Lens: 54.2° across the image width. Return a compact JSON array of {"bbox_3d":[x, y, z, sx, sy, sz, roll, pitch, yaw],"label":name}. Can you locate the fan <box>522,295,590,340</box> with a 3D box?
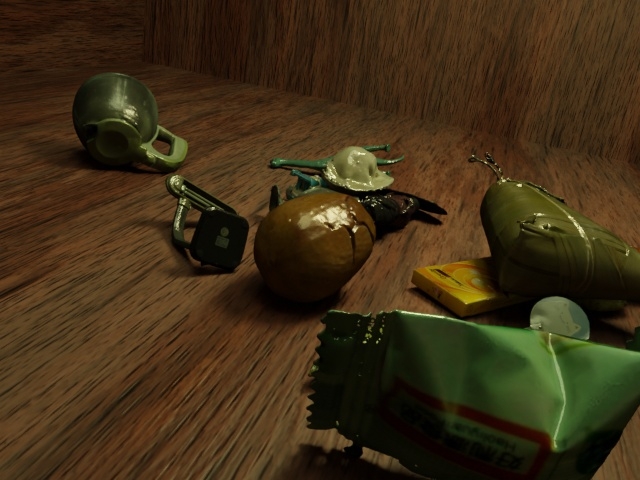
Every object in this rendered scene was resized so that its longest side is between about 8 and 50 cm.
[{"bbox_3d":[0.424,0.164,1.185,0.175,0.005,0.113,-11,61,-5],"label":"fan"}]

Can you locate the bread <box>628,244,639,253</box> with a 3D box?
[{"bbox_3d":[0.765,0.063,1.466,0.268,0.095,0.139,30,12,-15],"label":"bread"}]

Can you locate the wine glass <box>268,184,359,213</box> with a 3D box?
[{"bbox_3d":[-0.015,-0.083,1.563,0.222,0.103,0.103,3,22,-16],"label":"wine glass"}]

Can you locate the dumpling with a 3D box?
[{"bbox_3d":[0.108,-0.174,1.657,0.172,0.142,0.247,28,27,22],"label":"dumpling"}]

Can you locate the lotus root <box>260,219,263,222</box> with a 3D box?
[{"bbox_3d":[-0.082,-0.021,1.428,0.073,0.062,0.150,-8,29,-38],"label":"lotus root"}]

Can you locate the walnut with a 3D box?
[{"bbox_3d":[0.000,0.000,1.212,0.203,0.203,0.298,21,36,27],"label":"walnut"}]

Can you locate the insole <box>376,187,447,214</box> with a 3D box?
[{"bbox_3d":[0.234,-0.127,1.835,0.327,0.007,0.111,23,-10,39],"label":"insole"}]

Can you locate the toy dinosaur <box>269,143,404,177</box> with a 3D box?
[{"bbox_3d":[0.059,-0.271,2.097,0.330,0.130,0.383,11,18,27],"label":"toy dinosaur"}]

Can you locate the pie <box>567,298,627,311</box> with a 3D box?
[{"bbox_3d":[0.608,0.077,1.441,0.200,0.090,0.248,5,25,-20],"label":"pie"}]

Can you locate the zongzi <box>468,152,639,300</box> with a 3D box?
[{"bbox_3d":[0.535,-0.019,1.387,0.417,0.182,0.447,11,31,-3],"label":"zongzi"}]

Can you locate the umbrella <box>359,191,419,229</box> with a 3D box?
[{"bbox_3d":[0.181,-0.077,1.626,0.090,0.094,0.326,36,20,20],"label":"umbrella"}]

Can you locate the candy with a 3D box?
[{"bbox_3d":[0.182,0.188,0.745,0.397,0.263,0.172,10,34,0],"label":"candy"}]

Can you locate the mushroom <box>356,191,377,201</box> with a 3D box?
[{"bbox_3d":[0.134,-0.105,1.728,0.129,0.073,0.088,8,-20,-19],"label":"mushroom"}]

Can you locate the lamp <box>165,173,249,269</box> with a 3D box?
[{"bbox_3d":[-0.226,-0.025,1.356,0.203,0.125,0.283,20,9,-35],"label":"lamp"}]

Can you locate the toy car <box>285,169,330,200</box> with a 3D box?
[{"bbox_3d":[-0.004,-0.139,1.710,0.161,0.098,0.126,-10,30,-36],"label":"toy car"}]

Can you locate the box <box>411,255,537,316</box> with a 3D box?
[{"bbox_3d":[0.341,0.094,1.342,0.269,0.044,0.152,-7,28,-36],"label":"box"}]

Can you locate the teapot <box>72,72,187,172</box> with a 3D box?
[{"bbox_3d":[-0.562,-0.296,1.797,0.239,0.322,0.239,-29,40,8],"label":"teapot"}]

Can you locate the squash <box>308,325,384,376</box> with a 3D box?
[{"bbox_3d":[0.080,0.182,0.978,0.224,0.094,0.094,-9,27,-25],"label":"squash"}]
